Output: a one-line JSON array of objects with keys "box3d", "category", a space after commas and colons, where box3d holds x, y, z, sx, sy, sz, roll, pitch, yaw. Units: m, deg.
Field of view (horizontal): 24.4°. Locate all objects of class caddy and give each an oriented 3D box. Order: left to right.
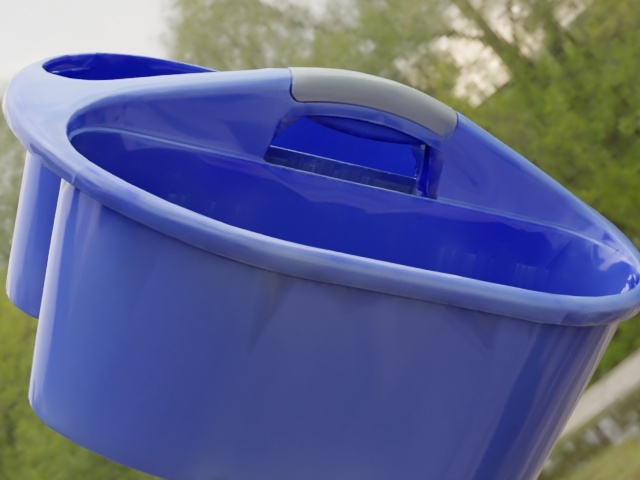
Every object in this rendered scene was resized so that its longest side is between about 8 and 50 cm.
[{"box3d": [0.000, 0.000, 0.752, 0.241, 0.341, 0.179, -125, 50, -59], "category": "caddy"}]
